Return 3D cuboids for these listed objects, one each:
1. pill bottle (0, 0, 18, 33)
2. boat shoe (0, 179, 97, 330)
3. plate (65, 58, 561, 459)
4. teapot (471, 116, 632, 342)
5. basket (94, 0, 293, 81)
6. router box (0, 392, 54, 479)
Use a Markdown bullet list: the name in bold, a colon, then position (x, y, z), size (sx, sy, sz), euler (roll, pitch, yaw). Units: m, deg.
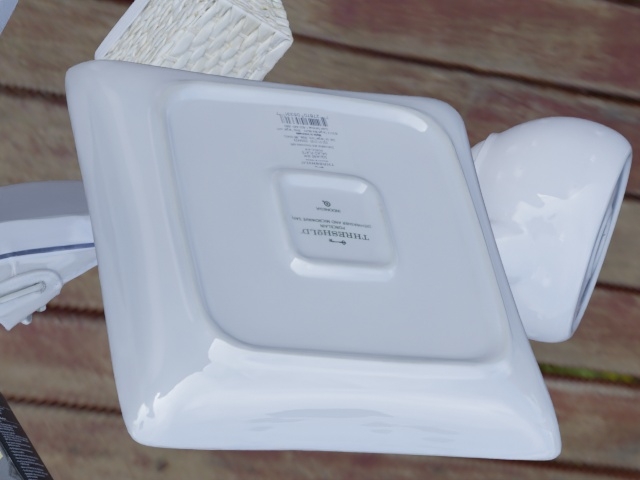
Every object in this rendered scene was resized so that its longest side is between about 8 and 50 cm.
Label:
- **pill bottle**: position (-0.274, -0.144, 0.889), size (0.264, 0.153, 0.153), euler (34, 92, -6)
- **boat shoe**: position (-0.227, 0.022, 1.373), size (0.267, 0.096, 0.088), euler (-17, 116, -39)
- **plate**: position (0.000, 0.000, 1.188), size (0.277, 0.278, 0.045), euler (4, 141, -25)
- **teapot**: position (0.206, -0.027, 2.075), size (0.187, 0.256, 0.252), euler (18, 68, 13)
- **basket**: position (-0.118, -0.183, 1.890), size (0.113, 0.103, 0.167), euler (27, 115, -34)
- **router box**: position (-0.422, 0.308, 2.061), size (0.309, 0.081, 0.243), euler (-37, 70, 8)
